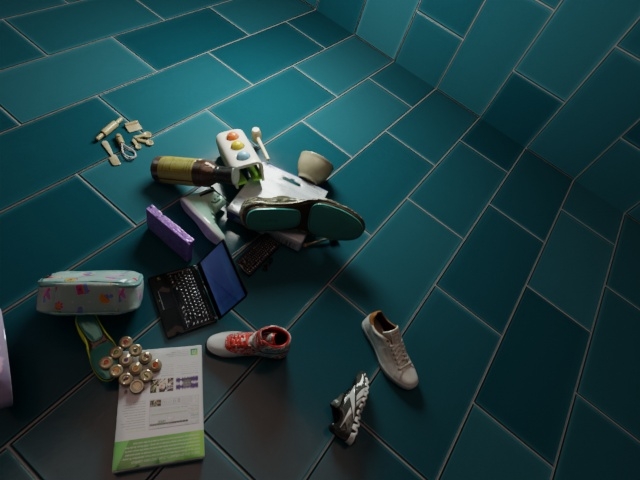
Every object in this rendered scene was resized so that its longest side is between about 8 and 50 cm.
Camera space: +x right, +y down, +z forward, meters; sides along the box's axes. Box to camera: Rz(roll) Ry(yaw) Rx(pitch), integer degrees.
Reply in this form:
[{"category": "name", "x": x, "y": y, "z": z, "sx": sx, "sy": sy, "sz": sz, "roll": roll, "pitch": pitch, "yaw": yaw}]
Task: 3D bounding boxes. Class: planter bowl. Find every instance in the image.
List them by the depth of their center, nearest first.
[{"category": "planter bowl", "x": -0.036, "y": -0.305, "z": 1.821, "sx": 0.161, "sy": 0.162, "sz": 0.109, "roll": 25, "pitch": 79, "yaw": 0}]

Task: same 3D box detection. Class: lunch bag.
[{"category": "lunch bag", "x": -0.686, "y": 0.148, "z": 1.241, "sx": 0.278, "sy": 0.224, "sz": 0.108, "roll": 3, "pitch": 95, "yaw": -19}]

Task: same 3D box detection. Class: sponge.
[{"category": "sponge", "x": -0.536, "y": -0.024, "z": 1.467, "sx": 0.210, "sy": 0.117, "sz": 0.031, "roll": 38, "pitch": 51, "yaw": 10}]

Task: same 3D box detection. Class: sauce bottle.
[{"category": "sauce bottle", "x": -0.481, "y": -0.261, "z": 1.590, "sx": 0.343, "sy": 0.112, "sz": 0.112, "roll": 9, "pitch": 51, "yaw": 14}]

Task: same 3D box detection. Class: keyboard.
[{"category": "keyboard", "x": -0.224, "y": 0.059, "z": 1.554, "sx": 0.108, "sy": 0.023, "sz": 0.180, "roll": 46, "pitch": 58, "yaw": -6}]

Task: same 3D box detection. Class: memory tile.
[{"category": "memory tile", "x": -0.543, "y": 0.355, "z": 1.179, "sx": 0.148, "sy": 0.012, "sz": 0.113, "roll": 38, "pitch": 52, "yaw": 0}]

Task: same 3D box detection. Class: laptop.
[{"category": "laptop", "x": -0.412, "y": 0.154, "z": 1.368, "sx": 0.264, "sy": 0.137, "sz": 0.234, "roll": -16, "pitch": 61, "yaw": -27}]

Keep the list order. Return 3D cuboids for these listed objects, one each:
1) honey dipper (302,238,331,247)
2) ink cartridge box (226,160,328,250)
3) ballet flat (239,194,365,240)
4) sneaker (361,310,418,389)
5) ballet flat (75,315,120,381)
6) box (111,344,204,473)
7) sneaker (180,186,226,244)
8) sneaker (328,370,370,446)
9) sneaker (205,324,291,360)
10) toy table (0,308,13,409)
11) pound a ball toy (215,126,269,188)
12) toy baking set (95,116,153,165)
[{"category": "honey dipper", "x": 0.000, "y": 0.000, "z": 1.683, "sx": 0.160, "sy": 0.031, "sz": 0.031, "roll": -15, "pitch": 61, "yaw": -23}, {"category": "ink cartridge box", "x": -0.170, "y": -0.150, "z": 1.709, "sx": 0.323, "sy": 0.072, "sz": 0.330, "roll": 25, "pitch": 49, "yaw": 1}, {"category": "ballet flat", "x": -0.068, "y": -0.110, "z": 1.586, "sx": 0.481, "sy": 0.164, "sz": 0.182, "roll": 4, "pitch": 33, "yaw": -14}, {"category": "sneaker", "x": 0.251, "y": 0.378, "z": 1.436, "sx": 0.105, "sy": 0.123, "sz": 0.290, "roll": -22, "pitch": 66, "yaw": -32}, {"category": "ballet flat", "x": -0.651, "y": 0.310, "z": 1.214, "sx": 0.077, "sy": 0.077, "sz": 0.231, "roll": -25, "pitch": 73, "yaw": -29}, {"category": "box", "x": -0.456, "y": 0.471, "z": 1.181, "sx": 0.232, "sy": 0.059, "sz": 0.322, "roll": 0, "pitch": 55, "yaw": -18}, {"category": "sneaker", "x": -0.405, "y": -0.103, "z": 1.577, "sx": 0.151, "sy": 0.094, "sz": 0.256, "roll": -32, "pitch": 69, "yaw": -29}, {"category": "sneaker", "x": 0.088, "y": 0.516, "z": 1.311, "sx": 0.106, "sy": 0.078, "sz": 0.235, "roll": 25, "pitch": 54, "yaw": -3}, {"category": "sneaker", "x": -0.226, "y": 0.316, "z": 1.308, "sx": 0.269, "sy": 0.145, "sz": 0.090, "roll": 10, "pitch": 53, "yaw": -11}, {"category": "toy table", "x": -0.898, "y": 0.310, "z": 1.048, "sx": 0.160, "sy": 0.252, "sz": 0.274, "roll": -5, "pitch": 44, "yaw": -40}, {"category": "pound a ball toy", "x": -0.311, "y": -0.380, "z": 1.734, "sx": 0.208, "sy": 0.136, "sz": 0.319, "roll": -19, "pitch": 49, "yaw": -15}, {"category": "toy baking set", "x": -0.820, "y": -0.421, "z": 1.711, "sx": 0.196, "sy": 0.030, "sz": 0.256, "roll": 29, "pitch": 52, "yaw": 3}]
